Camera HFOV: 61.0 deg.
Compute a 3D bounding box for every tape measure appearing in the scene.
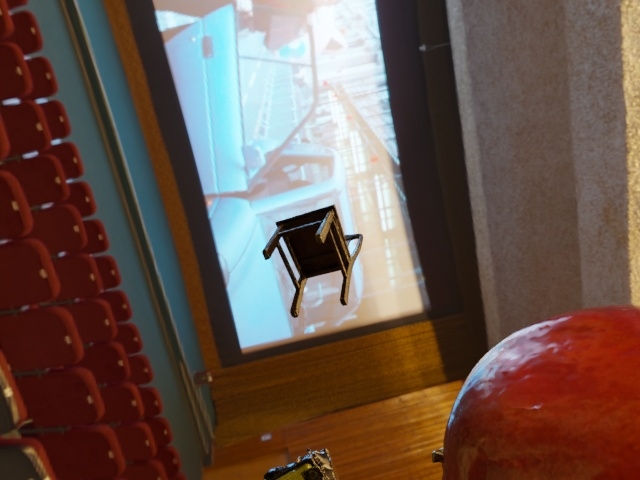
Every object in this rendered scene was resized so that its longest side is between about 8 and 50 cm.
[{"bbox_3d":[-0.060,0.523,1.144,0.112,0.186,0.199,58,0,17],"label":"tape measure"}]

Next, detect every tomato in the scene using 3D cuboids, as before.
[{"bbox_3d":[0.258,0.219,0.491,0.289,0.325,0.293,0,-71,40],"label":"tomato"}]

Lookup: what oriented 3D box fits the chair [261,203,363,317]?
[{"bbox_3d":[0.000,0.000,0.728,0.212,0.084,0.102,-69,140,-62],"label":"chair"}]
